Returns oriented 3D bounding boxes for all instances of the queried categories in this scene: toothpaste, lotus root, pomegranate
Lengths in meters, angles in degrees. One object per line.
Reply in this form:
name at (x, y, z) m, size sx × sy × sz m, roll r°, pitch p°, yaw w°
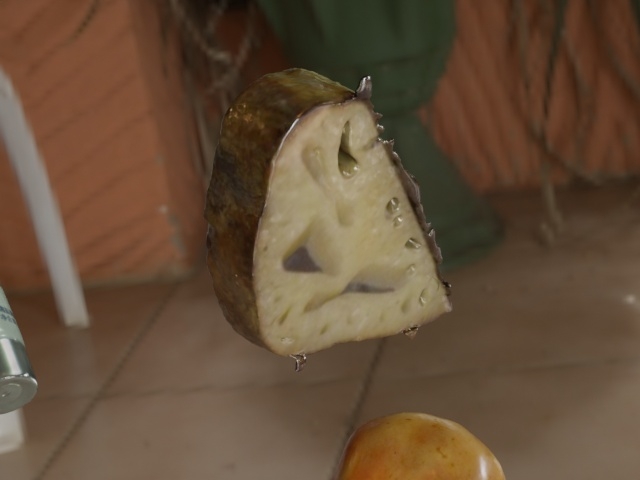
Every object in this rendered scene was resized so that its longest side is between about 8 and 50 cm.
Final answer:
toothpaste at (-0.220, -0.001, 1.030) m, size 0.039 × 0.062 × 0.239 m, roll -30°, pitch 57°, yaw 2°
lotus root at (0.000, 0.000, 1.224) m, size 0.170 × 0.260 × 0.074 m, roll -42°, pitch 47°, yaw -23°
pomegranate at (0.106, 0.285, 1.878) m, size 0.209 × 0.209 × 0.209 m, roll -8°, pitch 17°, yaw 3°
